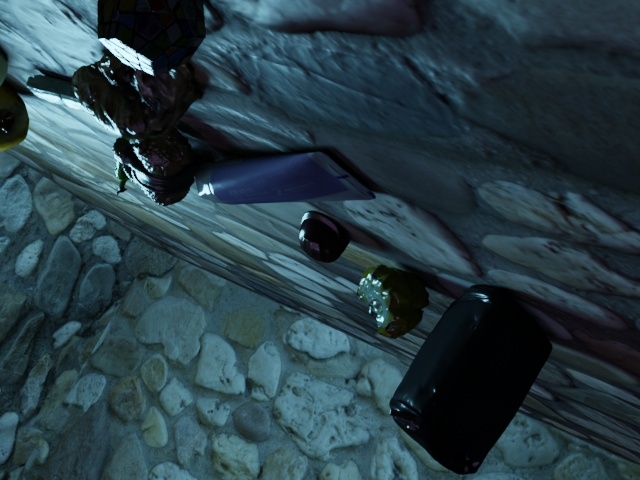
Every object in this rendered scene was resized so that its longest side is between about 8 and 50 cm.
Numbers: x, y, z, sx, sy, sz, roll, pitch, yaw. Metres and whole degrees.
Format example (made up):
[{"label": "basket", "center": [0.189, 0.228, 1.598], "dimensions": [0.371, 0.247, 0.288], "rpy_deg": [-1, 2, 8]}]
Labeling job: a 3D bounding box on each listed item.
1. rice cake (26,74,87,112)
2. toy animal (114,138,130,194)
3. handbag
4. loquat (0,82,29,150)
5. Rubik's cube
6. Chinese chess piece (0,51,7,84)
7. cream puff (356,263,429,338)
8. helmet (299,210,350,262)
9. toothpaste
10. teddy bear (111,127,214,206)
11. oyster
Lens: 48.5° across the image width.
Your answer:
[{"label": "rice cake", "center": [-0.470, -0.274, 1.334], "dimensions": [0.245, 0.042, 0.045], "rpy_deg": [19, 154, 35]}, {"label": "toy animal", "center": [-0.434, -0.192, 1.600], "dimensions": [0.041, 0.075, 0.217], "rpy_deg": [26, 140, -1]}, {"label": "handbag", "center": [0.238, 0.229, 1.253], "dimensions": [0.275, 0.301, 0.178], "rpy_deg": [41, 170, -39]}, {"label": "loquat", "center": [-0.782, -0.293, 1.659], "dimensions": [0.234, 0.176, 0.187], "rpy_deg": [7, 159, 35]}, {"label": "Rubik's cube", "center": [-0.170, -0.222, 0.714], "dimensions": [0.111, 0.111, 0.093], "rpy_deg": [25, 142, 14]}, {"label": "Chinese chess piece", "center": [-0.741, -0.375, 1.384], "dimensions": [0.250, 0.103, 0.250], "rpy_deg": [28, 169, 6]}, {"label": "cream puff", "center": [0.152, 0.111, 1.404], "dimensions": [0.156, 0.156, 0.121], "rpy_deg": [31, 126, -15]}, {"label": "helmet", "center": [0.000, 0.000, 1.358], "dimensions": [0.098, 0.070, 0.123], "rpy_deg": [23, 169, 26]}, {"label": "toothpaste", "center": [-0.076, -0.094, 1.131], "dimensions": [0.125, 0.079, 0.371], "rpy_deg": [36, 161, -34]}, {"label": "teddy bear", "center": [-0.285, -0.131, 1.309], "dimensions": [0.182, 0.129, 0.251], "rpy_deg": [-7, 170, -13]}, {"label": "oyster", "center": [-0.275, -0.217, 1.026], "dimensions": [0.166, 0.094, 0.294], "rpy_deg": [41, 159, -17]}]
